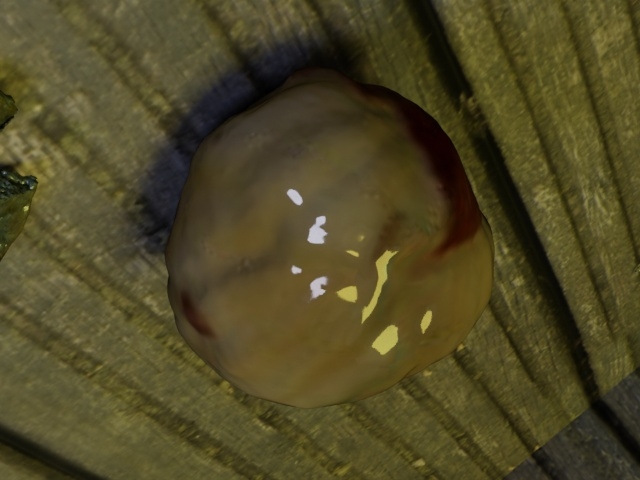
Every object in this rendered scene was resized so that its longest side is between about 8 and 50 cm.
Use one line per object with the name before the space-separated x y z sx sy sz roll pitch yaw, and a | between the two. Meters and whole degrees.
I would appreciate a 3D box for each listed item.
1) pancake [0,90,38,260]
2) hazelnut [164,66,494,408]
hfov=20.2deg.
pancake | -0.286 -0.007 1.113 0.253 0.037 0.254 -32 155 -17
hazelnut | 0.000 0.000 1.358 0.261 0.241 0.261 -15 121 -26
